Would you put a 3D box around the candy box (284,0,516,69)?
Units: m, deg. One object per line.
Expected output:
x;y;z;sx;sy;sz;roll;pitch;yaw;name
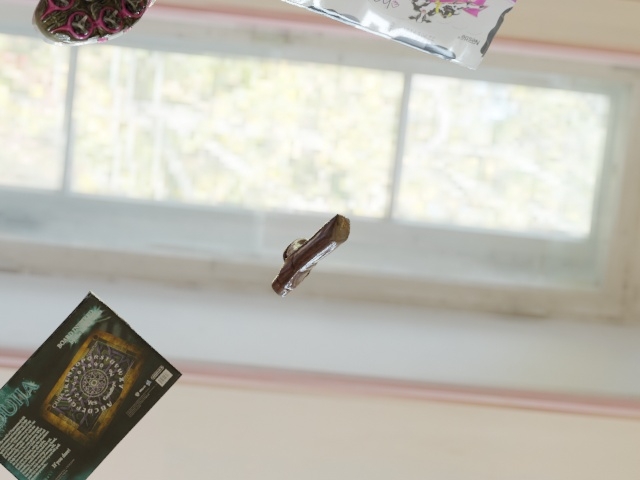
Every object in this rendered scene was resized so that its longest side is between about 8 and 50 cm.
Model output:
0.024;-0.221;1.243;0.071;0.159;0.233;-61;-150;25;candy box

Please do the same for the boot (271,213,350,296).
0.000;0.000;1.943;0.114;0.037;0.106;-48;-169;35;boot

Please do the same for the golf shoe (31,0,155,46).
-0.180;-0.202;1.513;0.086;0.067;0.186;-28;-172;44;golf shoe

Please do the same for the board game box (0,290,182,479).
-0.245;0.159;1.788;0.186;0.126;0.026;-47;-177;-8;board game box
